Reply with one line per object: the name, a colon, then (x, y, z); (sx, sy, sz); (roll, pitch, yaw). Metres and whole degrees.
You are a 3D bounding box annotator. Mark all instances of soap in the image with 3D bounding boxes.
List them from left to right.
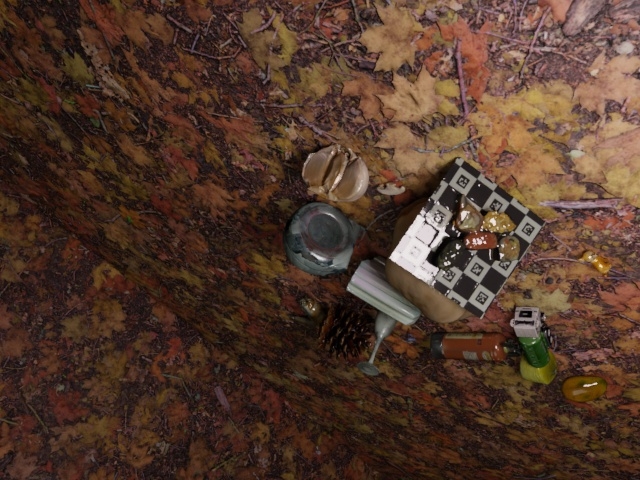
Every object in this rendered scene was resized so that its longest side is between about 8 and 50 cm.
soap: (0.262, 0.183, 1.920); (0.289, 0.173, 0.095); (30, 145, 6)

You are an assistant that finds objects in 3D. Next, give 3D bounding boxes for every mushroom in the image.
mushroom: (0.233, -0.169, 1.654); (0.101, 0.019, 0.049); (6, 139, 25)

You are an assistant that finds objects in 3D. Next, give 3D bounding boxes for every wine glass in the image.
wine glass: (0.285, 0.365, 2.016); (0.096, 0.309, 0.264); (36, 145, -13)

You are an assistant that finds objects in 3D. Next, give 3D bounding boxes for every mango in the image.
mango: (1.028, 0.578, 1.973); (0.163, 0.089, 0.111); (-9, 129, 30)

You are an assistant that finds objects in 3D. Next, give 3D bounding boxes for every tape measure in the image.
tape measure: (0.000, 0.000, 1.813); (0.275, 0.256, 0.147); (29, 145, -10)

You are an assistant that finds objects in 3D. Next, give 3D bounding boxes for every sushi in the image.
sushi: (0.441, 0.000, 1.459); (0.343, 0.359, 0.064); (34, -179, -8)

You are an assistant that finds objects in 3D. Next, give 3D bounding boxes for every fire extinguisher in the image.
fire extinguisher: (0.651, 0.425, 2.050); (0.376, 0.113, 0.200); (-9, 173, 42)

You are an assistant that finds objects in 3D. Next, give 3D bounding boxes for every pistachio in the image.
pistachio: (0.385, 0.071, 1.646); (0.365, 0.281, 0.445); (-9, 111, 25)

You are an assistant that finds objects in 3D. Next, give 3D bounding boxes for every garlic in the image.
garlic: (0.065, -0.204, 1.636); (0.229, 0.178, 0.143); (26, 180, 34)

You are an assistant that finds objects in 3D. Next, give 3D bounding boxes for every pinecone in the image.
pinecone: (0.105, 0.423, 2.258); (0.264, 0.264, 0.264); (18, 143, 14)

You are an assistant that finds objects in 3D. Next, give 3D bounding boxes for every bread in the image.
bread: (0.840, 0.481, 1.955); (0.114, 0.129, 0.111); (-18, 101, 52)

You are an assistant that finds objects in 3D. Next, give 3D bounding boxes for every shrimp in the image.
shrimp: (-0.048, 0.368, 2.473); (0.185, 0.068, 0.287); (35, 154, -2)

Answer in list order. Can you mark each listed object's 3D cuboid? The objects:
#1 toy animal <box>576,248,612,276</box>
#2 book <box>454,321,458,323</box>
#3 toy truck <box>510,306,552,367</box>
toy animal: (0.815, 0.066, 1.509); (0.083, 0.081, 0.060); (19, 151, -21)
book: (0.474, 0.256, 2.011); (0.138, 0.016, 0.199); (8, 139, 27)
toy truck: (0.770, 0.353, 1.841); (0.101, 0.125, 0.242); (-3, 132, 38)
